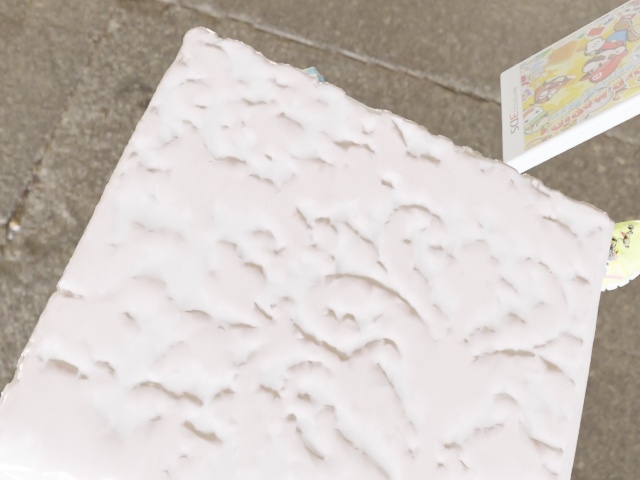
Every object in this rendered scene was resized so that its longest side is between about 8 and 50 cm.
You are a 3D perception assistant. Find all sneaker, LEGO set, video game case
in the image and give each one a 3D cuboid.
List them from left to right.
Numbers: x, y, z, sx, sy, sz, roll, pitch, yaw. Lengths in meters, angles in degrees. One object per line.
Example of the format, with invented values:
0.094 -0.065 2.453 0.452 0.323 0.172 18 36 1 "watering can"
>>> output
0.335 0.026 1.256 0.208 0.094 0.082 -24 65 16 "sneaker"
0.319 -0.194 1.160 0.026 0.227 0.206 46 33 -28 "video game case"
0.317 0.009 1.071 0.023 0.083 0.054 24 41 1 "LEGO set"

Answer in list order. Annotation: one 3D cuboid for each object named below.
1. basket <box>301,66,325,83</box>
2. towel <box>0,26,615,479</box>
-0.032 -0.164 1.840 0.201 0.255 0.289 -21 86 -3 "basket"
0.009 0.057 0.597 0.331 0.053 0.317 24 63 -8 "towel"
